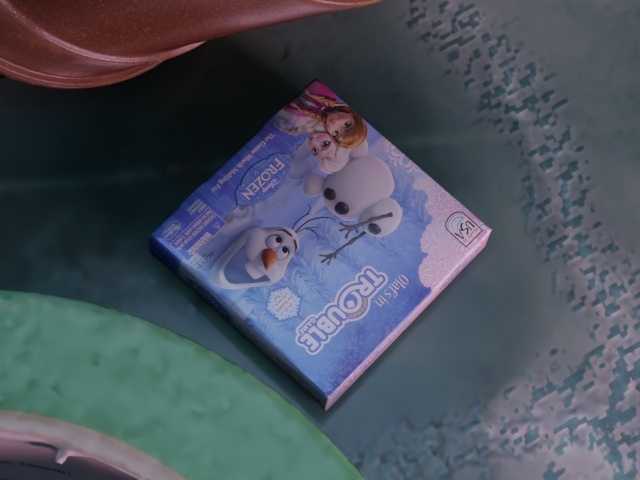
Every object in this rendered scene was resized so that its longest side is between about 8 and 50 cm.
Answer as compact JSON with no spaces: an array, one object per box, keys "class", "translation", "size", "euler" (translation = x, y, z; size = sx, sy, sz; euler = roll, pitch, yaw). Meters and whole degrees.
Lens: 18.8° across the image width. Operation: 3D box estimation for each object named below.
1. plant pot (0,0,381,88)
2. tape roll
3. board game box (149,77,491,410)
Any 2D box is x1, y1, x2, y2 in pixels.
[{"class":"plant pot","translation":[-0.043,-0.137,0.647],"size":[0.167,0.165,0.167],"euler":[-2,93,-38]},{"class":"tape roll","translation":[-0.113,0.177,0.608],"size":[0.321,0.077,0.321],"euler":[1,69,-3]},{"class":"board game box","translation":[0.000,0.000,0.711],"size":[0.090,0.020,0.090],"euler":[42,72,10]}]
